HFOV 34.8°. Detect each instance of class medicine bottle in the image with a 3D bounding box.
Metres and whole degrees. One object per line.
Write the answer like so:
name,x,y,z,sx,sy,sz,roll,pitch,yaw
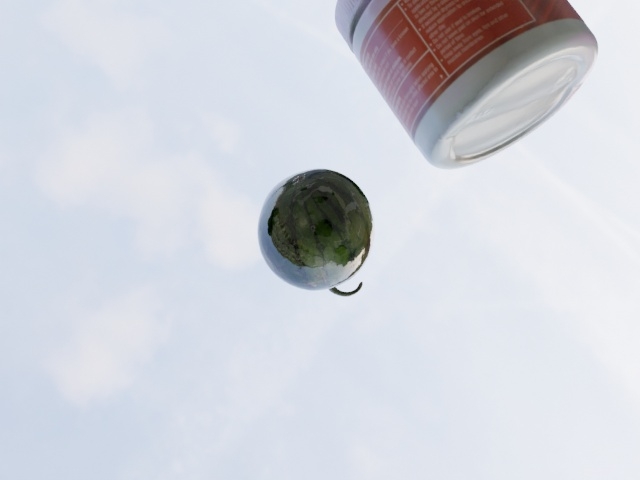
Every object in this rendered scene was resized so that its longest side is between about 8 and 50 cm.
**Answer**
medicine bottle,0.181,-0.252,1.282,0.252,0.252,0.241,-18,-112,-39

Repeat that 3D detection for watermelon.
watermelon,-0.004,-0.004,0.828,0.109,0.109,0.109,16,-135,-17
